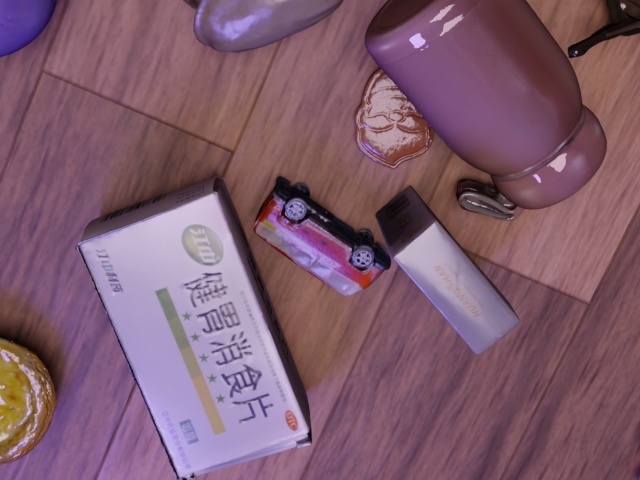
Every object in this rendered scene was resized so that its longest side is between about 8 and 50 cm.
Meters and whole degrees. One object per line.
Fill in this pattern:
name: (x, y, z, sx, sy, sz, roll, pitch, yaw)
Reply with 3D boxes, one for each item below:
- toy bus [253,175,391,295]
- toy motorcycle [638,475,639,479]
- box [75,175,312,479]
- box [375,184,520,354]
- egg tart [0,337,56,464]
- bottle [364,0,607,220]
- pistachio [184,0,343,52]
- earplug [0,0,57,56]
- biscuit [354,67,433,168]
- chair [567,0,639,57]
toy bus: (0.000, 0.000, 1.247, 0.174, 0.079, 0.077, 36, 107, -10)
toy motorcycle: (0.496, 0.302, 1.336, 0.151, 0.074, 0.229, -35, 103, 8)
box: (-0.143, 0.107, 1.226, 0.173, 0.145, 0.333, -20, 102, 3)
box: (0.140, 0.027, 1.175, 0.067, 0.233, 0.149, -42, 101, 7)
egg tart: (-0.424, 0.196, 1.269, 0.191, 0.074, 0.191, -1, 102, -4)
bottle: (0.189, -0.166, 1.172, 0.206, 0.173, 0.297, -34, 114, 23)
pistachio: (-0.058, -0.295, 1.151, 0.206, 0.131, 0.130, -24, 60, 3)
earplug: (-0.343, -0.421, 1.080, 0.215, 0.215, 0.456, 13, 105, -5)
biscuit: (0.094, -0.153, 1.243, 0.102, 0.019, 0.130, 12, 102, -4)
chair: (0.410, -0.331, 1.167, 0.186, 0.319, 0.160, -8, 106, 45)
